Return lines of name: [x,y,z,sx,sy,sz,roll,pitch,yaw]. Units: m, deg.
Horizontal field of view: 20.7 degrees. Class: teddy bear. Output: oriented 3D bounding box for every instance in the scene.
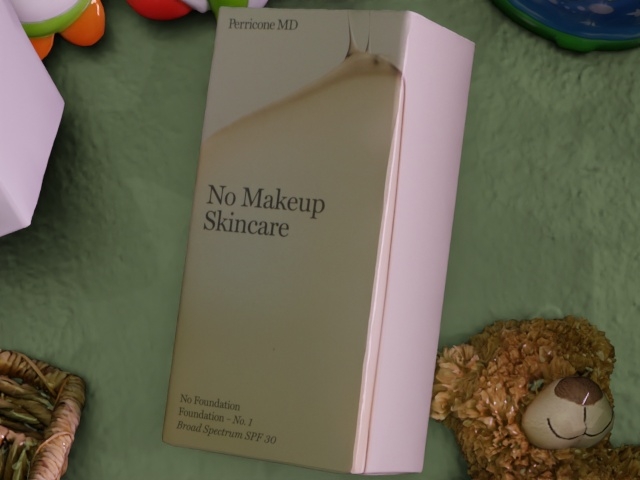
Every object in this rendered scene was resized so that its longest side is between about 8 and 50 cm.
teddy bear: [0.178,0.221,1.240,0.245,0.113,0.338,7,87,-3]

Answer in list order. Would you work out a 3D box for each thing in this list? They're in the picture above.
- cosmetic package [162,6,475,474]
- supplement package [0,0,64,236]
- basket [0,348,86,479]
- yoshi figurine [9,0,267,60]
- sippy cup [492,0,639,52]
cosmetic package: [0.000,0.000,1.221,0.160,0.113,0.309,4,86,29]
supplement package: [-0.346,-0.073,1.154,0.293,0.175,0.177,-20,120,13]
basket: [-0.333,0.159,1.183,0.299,0.213,0.223,17,87,0]
yoshi figurine: [-0.148,-0.259,1.234,0.362,0.203,0.203,-12,71,1]
sippy cup: [0.214,-0.263,1.212,0.306,0.224,0.240,7,86,0]
